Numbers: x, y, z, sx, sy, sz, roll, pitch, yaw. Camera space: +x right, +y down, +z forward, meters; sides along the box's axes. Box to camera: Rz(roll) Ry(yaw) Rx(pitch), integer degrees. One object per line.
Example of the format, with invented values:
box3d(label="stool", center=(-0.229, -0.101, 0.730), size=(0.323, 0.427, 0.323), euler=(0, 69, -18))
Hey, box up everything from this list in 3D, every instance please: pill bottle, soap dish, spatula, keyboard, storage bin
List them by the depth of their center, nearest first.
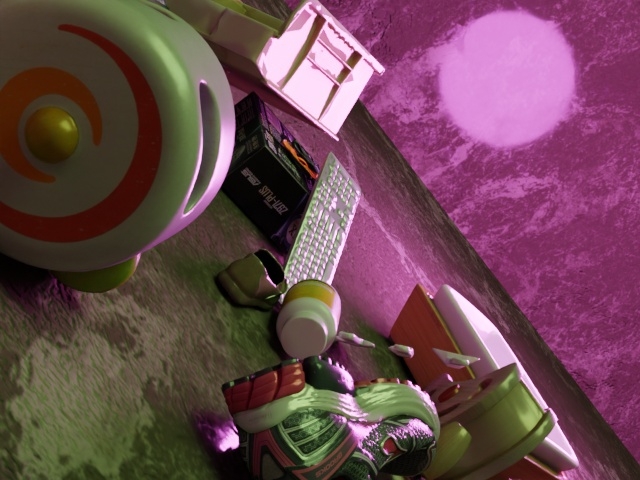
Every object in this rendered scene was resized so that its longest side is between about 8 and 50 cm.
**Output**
box3d(label="pill bottle", center=(-0.013, 0.085, 1.271), size=(0.065, 0.065, 0.116), euler=(52, 11, -9))
box3d(label="spatula", center=(0.097, 0.120, 1.340), size=(0.168, 0.019, 0.242), euler=(13, -6, 5))
box3d(label="keyboard", center=(0.000, 0.000, 1.427), size=(0.072, 0.014, 0.256), euler=(45, 41, -24))
box3d(label="storage bin", center=(-0.094, -0.271, 1.587), size=(0.262, 0.123, 0.260), euler=(30, -1, 29))
box3d(label="soap dish", center=(0.227, 0.220, 1.695), size=(0.229, 0.118, 0.291), euler=(38, 20, -53))

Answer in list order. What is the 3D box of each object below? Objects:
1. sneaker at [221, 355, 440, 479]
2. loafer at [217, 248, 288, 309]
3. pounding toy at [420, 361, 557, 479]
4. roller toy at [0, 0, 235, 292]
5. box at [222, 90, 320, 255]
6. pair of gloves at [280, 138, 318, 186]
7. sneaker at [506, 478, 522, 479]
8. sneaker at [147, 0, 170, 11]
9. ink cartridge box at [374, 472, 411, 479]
box3d(label="sneaker", center=(0.015, 0.181, 1.026), size=(0.299, 0.121, 0.112), euler=(22, 50, -58))
box3d(label="loafer", center=(-0.059, 0.039, 1.256), size=(0.056, 0.050, 0.148), euler=(55, 12, 6))
box3d(label="pounding toy", center=(0.145, 0.175, 1.308), size=(0.155, 0.154, 0.269), euler=(54, -3, -4))
box3d(label="roller toy", center=(-0.165, -0.080, 0.833), size=(0.209, 0.191, 0.146), euler=(54, 12, -2))
box3d(label="box", center=(-0.063, -0.085, 1.534), size=(0.147, 0.077, 0.180), euler=(48, 13, -28))
box3d(label="pair of gloves", center=(-0.019, -0.098, 1.518), size=(0.074, 0.010, 0.083), euler=(54, 11, 5))
box3d(label="sneaker", center=(0.186, 0.356, 1.231), size=(0.234, 0.078, 0.106), euler=(-58, 157, -57))
box3d(label="sneaker", center=(-0.209, -0.282, 1.334), size=(0.300, 0.121, 0.111), euler=(51, -24, -18))
box3d(label="ink cartridge box", center=(0.075, 0.240, 1.230), size=(0.145, 0.045, 0.179), euler=(44, 17, -41))
